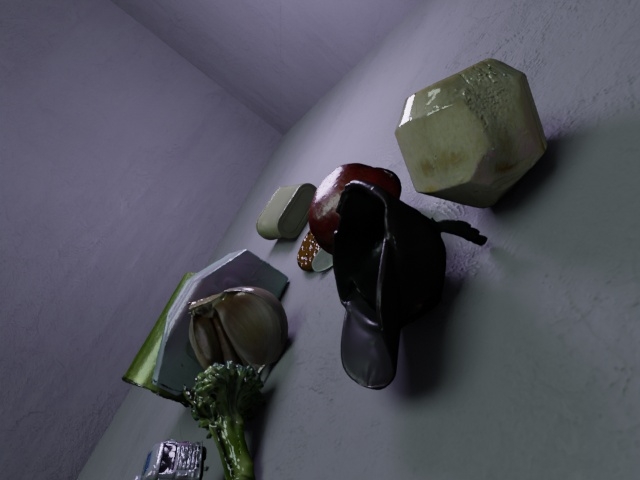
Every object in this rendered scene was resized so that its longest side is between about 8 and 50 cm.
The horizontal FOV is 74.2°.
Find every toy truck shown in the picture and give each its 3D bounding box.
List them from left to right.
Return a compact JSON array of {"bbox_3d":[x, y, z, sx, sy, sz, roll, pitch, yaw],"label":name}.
[{"bbox_3d":[-0.340,0.554,0.887,0.124,0.155,0.268,-126,53,-69],"label":"toy truck"}]

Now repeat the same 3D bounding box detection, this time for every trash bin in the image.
[{"bbox_3d":[-0.130,-0.110,1.639,0.244,0.121,0.247,-59,22,-12],"label":"trash bin"}]

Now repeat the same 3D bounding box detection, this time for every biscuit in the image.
[{"bbox_3d":[0.000,0.000,1.263,0.212,0.036,0.212,-46,24,27],"label":"biscuit"}]

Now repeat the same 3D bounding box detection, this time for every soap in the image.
[{"bbox_3d":[-0.309,0.244,1.254,0.156,0.261,0.447,-16,42,57],"label":"soap"}]

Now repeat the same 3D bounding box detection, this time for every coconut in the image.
[{"bbox_3d":[0.249,-0.164,0.698,0.241,0.241,0.241,-46,21,23],"label":"coconut"}]

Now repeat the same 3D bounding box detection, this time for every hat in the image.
[{"bbox_3d":[0.140,0.068,0.690,0.238,0.208,0.337,116,155,-50],"label":"hat"}]

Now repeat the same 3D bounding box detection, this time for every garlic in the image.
[{"bbox_3d":[-0.209,0.241,1.099,0.237,0.292,0.210,-37,-1,-30],"label":"garlic"}]

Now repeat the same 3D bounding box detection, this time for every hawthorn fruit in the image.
[{"bbox_3d":[0.073,-0.048,0.947,0.215,0.215,0.250,-32,34,48],"label":"hawthorn fruit"}]

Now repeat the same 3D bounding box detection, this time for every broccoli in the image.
[{"bbox_3d":[-0.195,0.370,0.903,0.275,0.176,0.199,-138,39,-64],"label":"broccoli"}]

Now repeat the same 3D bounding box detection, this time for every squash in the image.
[{"bbox_3d":[-0.434,0.334,1.404,0.263,0.263,0.385,-22,38,58],"label":"squash"}]

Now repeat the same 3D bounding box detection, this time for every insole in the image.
[{"bbox_3d":[0.057,0.004,1.126,0.232,0.003,0.080,-45,45,19],"label":"insole"}]

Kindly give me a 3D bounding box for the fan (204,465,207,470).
[{"bbox_3d":[-0.330,0.599,1.101,0.175,0.005,0.113,-39,24,43],"label":"fan"}]
